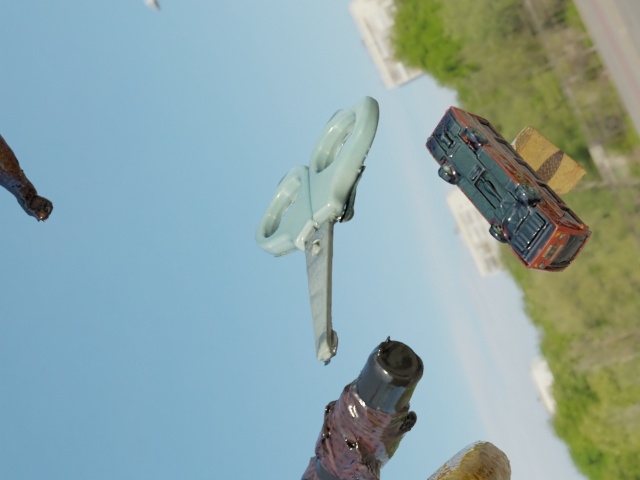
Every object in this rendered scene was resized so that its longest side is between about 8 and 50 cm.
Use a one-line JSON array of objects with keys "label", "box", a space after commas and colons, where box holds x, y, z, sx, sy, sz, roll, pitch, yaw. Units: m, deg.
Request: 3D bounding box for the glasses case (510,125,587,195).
[{"label": "glasses case", "box": [0.192, -0.062, 1.089, 0.064, 0.041, 0.170, 40, -176, 4]}]

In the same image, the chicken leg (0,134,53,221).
[{"label": "chicken leg", "box": [-0.342, -0.094, 1.179, 0.205, 0.053, 0.093, 44, 161, -4]}]

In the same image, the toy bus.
[{"label": "toy bus", "box": [0.096, -0.027, 0.629, 0.043, 0.031, 0.110, 12, -148, -40]}]

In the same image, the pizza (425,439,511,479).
[{"label": "pizza", "box": [0.066, 0.280, 1.036, 0.081, 0.229, 0.289, 49, -150, 8]}]

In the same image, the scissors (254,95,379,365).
[{"label": "scissors", "box": [0.001, 0.001, 1.088, 0.029, 0.191, 0.360, 31, -155, -21]}]

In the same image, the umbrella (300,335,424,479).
[{"label": "umbrella", "box": [0.034, 0.214, 1.243, 0.090, 0.326, 0.094, 30, -138, 9]}]
